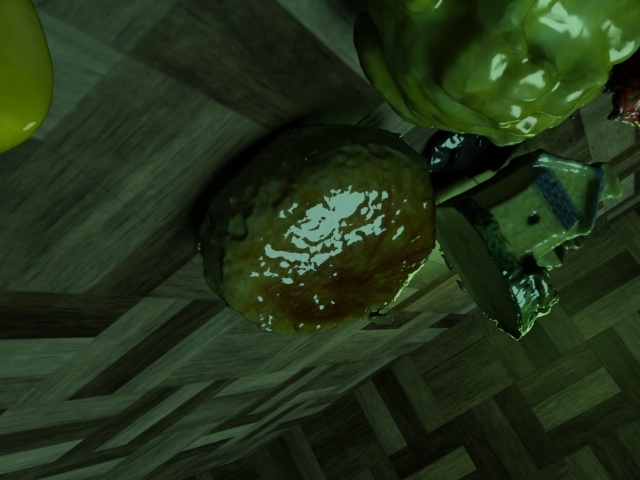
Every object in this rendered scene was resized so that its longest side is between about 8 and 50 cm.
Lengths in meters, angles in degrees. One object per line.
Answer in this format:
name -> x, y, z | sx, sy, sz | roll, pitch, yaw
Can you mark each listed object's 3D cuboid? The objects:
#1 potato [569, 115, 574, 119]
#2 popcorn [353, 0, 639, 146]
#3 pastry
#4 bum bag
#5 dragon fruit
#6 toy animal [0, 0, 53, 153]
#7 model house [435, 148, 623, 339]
potato -> 0.283, -0.220, 0.737 | 0.176, 0.137, 0.137 | -41, 170, -39
popcorn -> 0.155, -0.199, 0.463 | 0.250, 0.242, 0.235 | -38, 121, -2
pastry -> 0.000, 0.000, 0.769 | 0.329, 0.136, 0.330 | -18, 141, -16
bum bag -> 0.235, -0.136, 0.964 | 0.197, 0.049, 0.087 | -5, 143, -48
dragon fruit -> 0.543, -0.242, 0.919 | 0.268, 0.210, 0.205 | -20, 134, -8
toy animal -> -0.280, -0.015, 0.207 | 0.277, 0.345, 0.247 | 5, 169, 2
model house -> 0.363, -0.015, 1.048 | 0.266, 0.261, 0.321 | -33, -179, -2
